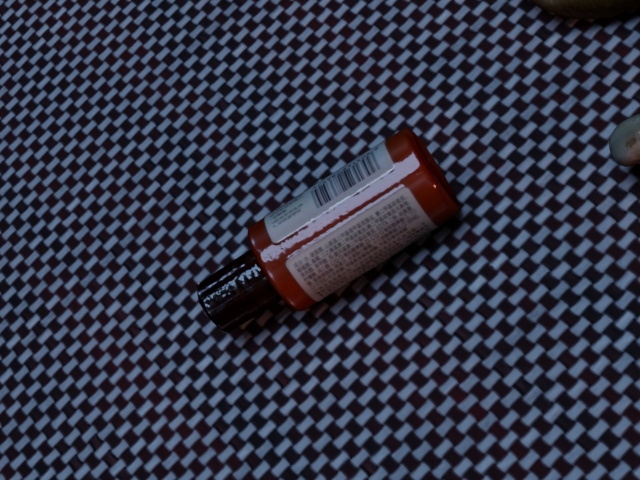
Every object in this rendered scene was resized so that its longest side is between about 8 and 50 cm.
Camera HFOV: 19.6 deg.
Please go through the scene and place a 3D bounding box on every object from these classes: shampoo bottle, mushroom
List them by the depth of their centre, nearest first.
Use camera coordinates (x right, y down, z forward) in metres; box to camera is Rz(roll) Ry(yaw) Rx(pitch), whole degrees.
[{"bbox_3d":[0.322,-0.085,1.775,0.085,0.085,0.079,-17,86,22],"label":"mushroom"},{"bbox_3d":[0.000,0.000,1.887,0.278,0.104,0.104,-32,48,9],"label":"shampoo bottle"},{"bbox_3d":[0.280,-0.276,1.925,0.209,0.072,0.094,-6,55,33],"label":"mushroom"}]
